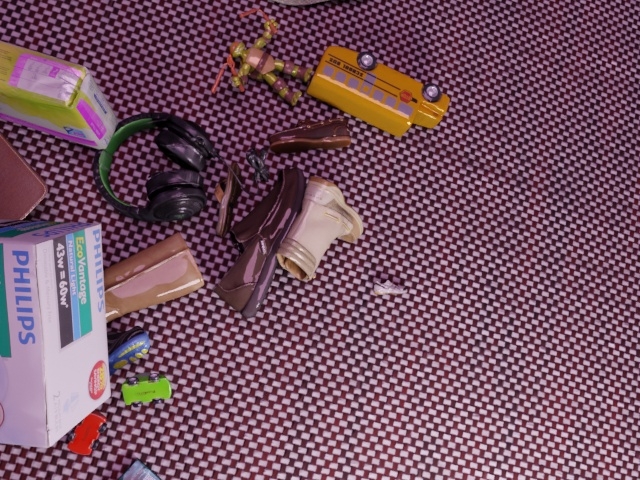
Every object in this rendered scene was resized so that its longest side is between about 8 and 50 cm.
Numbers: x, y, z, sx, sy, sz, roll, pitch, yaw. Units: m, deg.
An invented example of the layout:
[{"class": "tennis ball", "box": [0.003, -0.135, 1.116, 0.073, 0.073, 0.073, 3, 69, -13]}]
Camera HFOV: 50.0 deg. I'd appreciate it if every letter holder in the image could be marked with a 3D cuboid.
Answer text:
[{"class": "letter holder", "box": [-0.747, -0.085, 1.408, 0.302, 0.152, 0.214, -44, 116, -18]}]

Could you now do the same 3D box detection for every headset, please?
[{"class": "headset", "box": [-0.307, -0.165, 1.495, 0.395, 0.185, 0.243, 6, 75, 5]}]

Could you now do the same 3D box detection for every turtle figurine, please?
[{"class": "turtle figurine", "box": [-0.142, -0.412, 1.657, 0.217, 0.087, 0.269, 30, 64, -13]}]

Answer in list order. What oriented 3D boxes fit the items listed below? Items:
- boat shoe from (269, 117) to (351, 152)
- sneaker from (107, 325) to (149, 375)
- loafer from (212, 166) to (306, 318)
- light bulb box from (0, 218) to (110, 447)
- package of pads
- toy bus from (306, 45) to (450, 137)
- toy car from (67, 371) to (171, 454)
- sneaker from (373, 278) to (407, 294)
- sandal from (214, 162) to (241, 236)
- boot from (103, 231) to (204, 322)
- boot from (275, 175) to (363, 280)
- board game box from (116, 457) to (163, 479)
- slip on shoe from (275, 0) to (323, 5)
[{"class": "boat shoe", "box": [-0.028, -0.256, 1.659, 0.207, 0.073, 0.073, -7, 78, -22]}, {"class": "sneaker", "box": [-0.451, 0.240, 1.453, 0.188, 0.078, 0.067, -26, 126, -4]}, {"class": "loafer", "box": [-0.137, -0.014, 1.542, 0.130, 0.134, 0.365, 23, 73, -8]}, {"class": "light bulb box", "box": [-0.597, 0.147, 1.223, 0.361, 0.225, 0.357, 2, 101, 9]}, {"class": "package of pads", "box": [-0.597, -0.308, 1.425, 0.297, 0.229, 0.101, 17, 75, 4]}, {"class": "toy bus", "box": [0.144, -0.362, 1.700, 0.333, 0.108, 0.130, 24, 74, -7]}, {"class": "toy car", "box": [-0.417, 0.311, 1.404, 0.225, 0.053, 0.238, -8, 107, -7]}, {"class": "sneaker", "box": [0.168, 0.110, 1.640, 0.083, 0.032, 0.036, 2, 77, -13]}, {"class": "sandal", "box": [-0.222, -0.097, 1.584, 0.049, 0.072, 0.180, 10, 79, 11]}, {"class": "boot", "box": [-0.424, 0.049, 1.492, 0.270, 0.089, 0.236, -26, 95, -17]}, {"class": "boot", "box": [0.000, 0.000, 1.527, 0.095, 0.262, 0.203, 19, 75, 24]}, {"class": "board game box", "box": [-0.396, 0.561, 1.409, 0.126, 0.026, 0.186, 43, 72, -1]}, {"class": "slip on shoe", "box": [-0.015, -0.675, 1.745, 0.332, 0.123, 0.101, -8, 47, -10]}]
